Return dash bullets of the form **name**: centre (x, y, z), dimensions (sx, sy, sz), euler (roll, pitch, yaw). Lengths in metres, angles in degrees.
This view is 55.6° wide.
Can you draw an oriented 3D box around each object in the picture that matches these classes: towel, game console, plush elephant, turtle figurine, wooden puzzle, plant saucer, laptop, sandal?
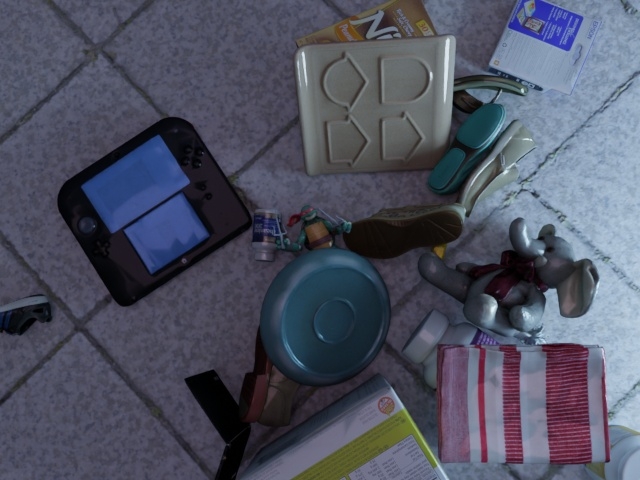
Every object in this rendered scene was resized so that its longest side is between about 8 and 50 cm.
- **towel**: centre (0.397, 0.323, 1.202), dimensions (0.330, 0.037, 0.236), euler (-2, 87, 6)
- **game console**: centre (-0.408, -0.078, 1.471), dimensions (0.387, 0.060, 0.341), euler (-33, 81, 0)
- **plush elephant**: centre (0.431, 0.073, 1.295), dimensions (0.330, 0.272, 0.255), euler (29, 100, -21)
- **turtle figurine**: centre (0.000, 0.000, 1.403), dimensions (0.175, 0.118, 0.234), euler (-26, 97, 15)
- **wooden puzzle**: centre (0.124, -0.306, 1.380), dimensions (0.348, 0.321, 0.080), euler (-5, 38, 1)
- **plant saucer**: centre (0.024, 0.174, 1.338), dimensions (0.318, 0.044, 0.317), euler (-2, 96, -23)
- **laptop**: centre (-0.241, 0.434, 1.305), dimensions (0.137, 0.234, 0.264), euler (17, 85, 7)
- **sandal**: centre (0.330, -0.341, 1.434), dimensions (0.303, 0.120, 0.086), euler (-1, 100, 10)

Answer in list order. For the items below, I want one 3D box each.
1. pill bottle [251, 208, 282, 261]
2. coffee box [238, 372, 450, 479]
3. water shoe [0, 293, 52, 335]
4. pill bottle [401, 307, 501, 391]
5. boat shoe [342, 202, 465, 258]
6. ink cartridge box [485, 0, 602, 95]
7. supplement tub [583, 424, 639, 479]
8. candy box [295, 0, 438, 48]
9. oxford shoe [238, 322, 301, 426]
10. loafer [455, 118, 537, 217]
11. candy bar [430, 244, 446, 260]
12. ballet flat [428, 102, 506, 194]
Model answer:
- **pill bottle**: centre (-0.128, -0.011, 1.437), dimensions (0.067, 0.067, 0.120), euler (4, 83, 5)
- **coffee box**: centre (0.079, 0.507, 1.220), dimensions (0.338, 0.337, 0.334), euler (-32, 82, -2)
- **water shoe**: centre (-0.748, 0.195, 1.454), dimensions (0.203, 0.073, 0.080), euler (-21, 84, 2)
- **pill bottle**: centre (0.333, 0.285, 1.315), dimensions (0.302, 0.169, 0.169), euler (37, 87, 7)
- **boat shoe**: centre (0.191, -0.027, 1.391), dimensions (0.286, 0.089, 0.104), euler (-6, 114, 25)
- **ink cartridge box**: centre (0.534, -0.465, 1.457), dimensions (0.208, 0.045, 0.206), euler (24, 85, 8)
- **supplement tub**: centre (0.644, 0.467, 1.253), dimensions (0.145, 0.199, 0.144), euler (0, 83, 4)
- **candy box**: centre (0.120, -0.449, 1.464), dimensions (0.317, 0.087, 0.182), euler (-23, 82, 2)
- **oxford shoe**: centre (-0.080, 0.253, 1.395), dimensions (0.130, 0.123, 0.347), euler (21, 82, -20)
- **loafer**: centre (0.405, -0.155, 1.399), dimensions (0.092, 0.102, 0.268), euler (36, 89, 10)
- **candy bar**: centre (0.283, 0.004, 1.430), dimensions (0.040, 0.018, 0.161), euler (14, 84, 2)
- **ballet flat**: centre (0.343, -0.208, 1.416), dimensions (0.083, 0.087, 0.247), euler (41, 98, 28)
